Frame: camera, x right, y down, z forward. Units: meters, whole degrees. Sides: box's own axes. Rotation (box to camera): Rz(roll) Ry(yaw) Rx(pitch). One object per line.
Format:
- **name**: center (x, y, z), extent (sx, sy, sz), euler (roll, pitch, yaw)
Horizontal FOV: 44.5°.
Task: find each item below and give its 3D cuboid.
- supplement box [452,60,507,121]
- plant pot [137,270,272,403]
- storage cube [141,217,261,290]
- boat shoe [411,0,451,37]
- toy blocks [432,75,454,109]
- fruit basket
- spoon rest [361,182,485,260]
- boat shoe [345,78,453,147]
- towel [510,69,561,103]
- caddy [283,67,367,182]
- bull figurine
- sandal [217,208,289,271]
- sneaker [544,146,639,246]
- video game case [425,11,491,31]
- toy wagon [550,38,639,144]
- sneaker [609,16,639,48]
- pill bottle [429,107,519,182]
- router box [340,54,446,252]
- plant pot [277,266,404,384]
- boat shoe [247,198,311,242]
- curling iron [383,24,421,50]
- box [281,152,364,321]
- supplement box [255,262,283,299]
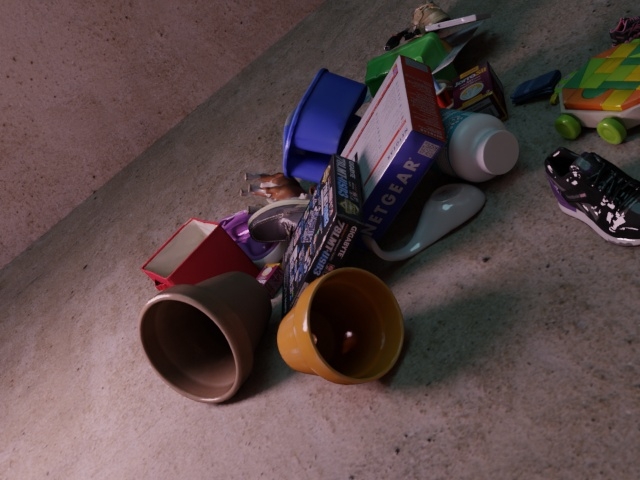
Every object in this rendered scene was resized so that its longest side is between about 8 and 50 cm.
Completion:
- **supplement box**: center (0.384, -0.345, 1.897), extent (0.104, 0.081, 0.188), euler (-26, 29, 24)
- **plant pot**: center (-0.225, 0.179, 1.688), extent (0.263, 0.263, 0.229), euler (-18, 16, 35)
- **storage cube**: center (-0.294, 0.082, 1.954), extent (0.215, 0.193, 0.183), euler (-49, 28, -18)
- **boat shoe**: center (0.323, -0.673, 2.376), extent (0.109, 0.098, 0.302), euler (-28, 9, 8)
- **toy blocks**: center (0.295, -0.327, 1.905), extent (0.054, 0.148, 0.123), euler (-23, 30, 29)
- **fruit basket**: center (0.287, -0.497, 2.228), extent (0.327, 0.165, 0.353), euler (-18, 17, 34)
- **spoon rest**: center (0.222, -0.037, 1.642), extent (0.276, 0.084, 0.137), euler (-29, 26, -10)
- **boat shoe**: center (0.221, -0.289, 1.995), extent (0.324, 0.123, 0.116), euler (-35, 45, -2)
- **towel**: center (0.500, -0.355, 1.813), extent (0.119, 0.029, 0.067), euler (-15, 31, 55)
- **caddy**: center (-0.003, -0.304, 2.083), extent (0.179, 0.241, 0.341), euler (19, 48, 8)
- **bull figurine**: center (-0.107, -0.119, 2.095), extent (0.310, 0.188, 0.101), euler (-130, 47, -71)
- **sandal**: center (-0.209, -0.028, 2.115), extent (0.169, 0.102, 0.416), euler (-47, 30, -17)
- **sneaker**: center (0.475, -0.082, 1.321), extent (0.107, 0.124, 0.283), euler (-42, 27, -6)
- **video game case**: center (0.380, -0.601, 2.149), extent (0.143, 0.019, 0.157), euler (-6, 14, 29)
- **toy wagon**: center (0.593, -0.315, 1.602), extent (0.267, 0.068, 0.344), euler (-45, 27, -12)
- **sneaker**: center (0.696, -0.481, 1.748), extent (0.119, 0.057, 0.047), euler (-39, 24, -3)
- **pill bottle**: center (0.312, -0.208, 1.699), extent (0.146, 0.146, 0.264), euler (-44, 27, -10)
- **router box**: center (0.143, -0.193, 1.743), extent (0.301, 0.082, 0.335), euler (-90, 25, -47)
- **plant pot**: center (0.018, 0.170, 1.443), extent (0.188, 0.205, 0.205), euler (-27, 25, 55)
- **boat shoe**: center (-0.045, -0.041, 1.897), extent (0.285, 0.103, 0.092), euler (-10, 39, 11)
- **curling iron**: center (0.218, -0.563, 2.179), extent (0.068, 0.035, 0.274), euler (-20, 13, 29)
- **box**: center (0.000, 0.000, 1.694), extent (0.295, 0.073, 0.293), euler (-93, 27, -60)
- **supplement box**: center (-0.123, 0.098, 1.879), extent (0.055, 0.043, 0.083), euler (-4, 43, 47)
